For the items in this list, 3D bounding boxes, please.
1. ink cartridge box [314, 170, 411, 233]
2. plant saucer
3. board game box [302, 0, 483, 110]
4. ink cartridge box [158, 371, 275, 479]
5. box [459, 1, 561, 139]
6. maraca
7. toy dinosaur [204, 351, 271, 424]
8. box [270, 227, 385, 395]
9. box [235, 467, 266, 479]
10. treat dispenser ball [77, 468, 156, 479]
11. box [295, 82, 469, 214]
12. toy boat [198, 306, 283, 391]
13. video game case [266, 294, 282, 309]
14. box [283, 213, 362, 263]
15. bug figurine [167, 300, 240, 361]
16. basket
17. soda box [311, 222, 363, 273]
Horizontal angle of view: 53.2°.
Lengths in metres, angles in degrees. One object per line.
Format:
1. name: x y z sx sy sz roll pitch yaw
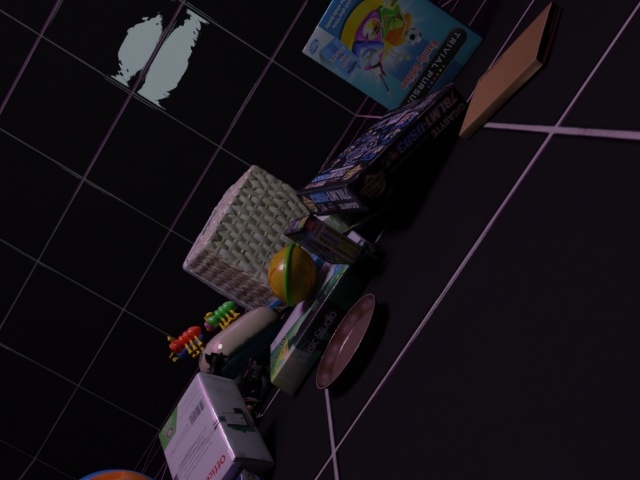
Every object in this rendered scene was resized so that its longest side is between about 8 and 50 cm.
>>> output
1. ink cartridge box: 0.071 -0.081 1.367 0.235 0.056 0.171 -31 16 36
2. plant saucer: 0.049 0.163 1.003 0.169 0.029 0.168 -57 7 11
3. board game box: 0.166 -0.462 1.496 0.254 0.336 0.079 -55 9 26
4. ink cartridge box: -0.191 0.372 1.141 0.160 0.092 0.219 -56 39 13
5. box: 0.311 -0.277 1.061 0.201 0.021 0.165 -47 14 54
6. maraca: -0.054 0.067 1.322 0.186 0.099 0.127 -53 -35 -78
7. toy dinosaur: -0.209 0.366 1.413 0.321 0.164 0.219 5 81 54
8. box: 0.004 0.129 1.290 0.322 0.058 0.232 -58 8 4
9. box: -0.141 0.450 1.000 0.169 0.054 0.059 -60 8 -3
10. treat dispenser ball: -0.406 0.594 1.233 0.288 0.288 0.288 -57 8 13
11. box: 0.114 -0.170 1.278 0.293 0.073 0.295 -45 14 -15
12. toy boat: -0.212 0.304 1.690 0.267 0.148 0.318 -35 -7 -40
13. video game case: -0.067 0.121 1.668 0.166 0.015 0.119 -35 6 -7
14. box: 0.000 0.000 1.208 0.036 0.114 0.207 -59 8 -7
15. bug figurine: -0.312 0.244 1.705 0.216 0.072 0.279 -38 -6 -16
16. basket: -0.175 0.005 1.882 0.329 0.331 0.266 -63 11 -26
17. soda box: 0.034 0.012 1.490 0.067 0.071 0.210 -45 15 51
